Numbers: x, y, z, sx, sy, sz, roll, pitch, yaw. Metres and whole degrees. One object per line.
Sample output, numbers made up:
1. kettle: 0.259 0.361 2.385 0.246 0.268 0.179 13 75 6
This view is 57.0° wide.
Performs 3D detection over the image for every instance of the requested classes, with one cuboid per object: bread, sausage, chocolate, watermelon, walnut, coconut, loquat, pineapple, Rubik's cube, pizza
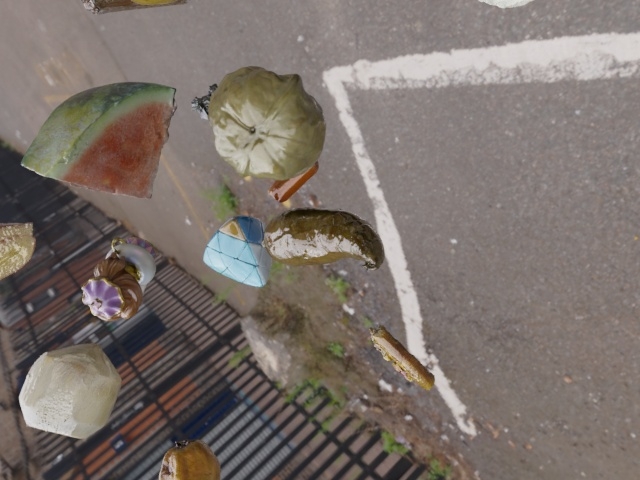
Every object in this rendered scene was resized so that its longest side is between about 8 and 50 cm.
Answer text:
1. bread: -0.454 0.028 0.754 0.192 0.119 0.067 -6 139 31
2. sausage: -0.087 -0.206 1.951 0.076 0.197 0.076 45 -166 -14
3. chocolate: -0.515 -0.694 1.690 0.102 0.329 0.065 25 130 47
4. watermelon: -0.414 -0.189 1.140 0.193 0.310 0.231 23 147 -2
5. walnut: -0.127 -0.277 1.402 0.277 0.282 0.253 -102 18 -71
6. coconut: -0.443 0.261 1.052 0.161 0.162 0.161 12 161 4
7. loquat: -0.280 0.496 1.268 0.137 0.137 0.113 46 177 15
8. pineapple: -0.371 -0.535 2.195 0.119 0.237 0.111 -91 -24 -70
9. Rubik's cube: -0.239 0.032 1.846 0.254 0.254 0.254 44 159 22
10. pizza: 0.211 0.326 1.814 0.288 0.074 0.251 36 169 49

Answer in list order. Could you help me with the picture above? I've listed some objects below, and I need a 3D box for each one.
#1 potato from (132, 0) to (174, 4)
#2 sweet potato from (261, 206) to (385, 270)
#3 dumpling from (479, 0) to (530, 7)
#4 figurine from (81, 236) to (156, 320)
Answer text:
1. potato: -0.410 -0.629 1.391 0.158 0.203 0.178 -29 74 38
2. sweet potato: 0.004 -0.004 1.191 0.423 0.130 0.130 6 131 55
3. dumpling: 0.421 -0.610 1.322 0.126 0.216 0.166 -65 -34 -73
4. figurine: -0.526 0.105 1.553 0.263 0.142 0.189 -78 -29 -54
